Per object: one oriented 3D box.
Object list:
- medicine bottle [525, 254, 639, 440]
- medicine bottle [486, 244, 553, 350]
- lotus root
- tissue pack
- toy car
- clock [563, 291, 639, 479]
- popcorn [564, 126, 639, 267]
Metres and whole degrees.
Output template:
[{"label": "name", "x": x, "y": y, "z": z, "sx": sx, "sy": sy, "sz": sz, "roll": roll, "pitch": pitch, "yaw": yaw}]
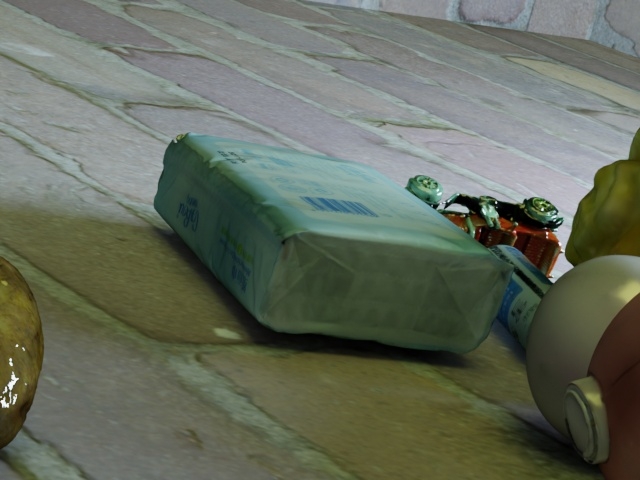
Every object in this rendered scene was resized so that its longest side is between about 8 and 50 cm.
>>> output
[{"label": "medicine bottle", "x": 0.294, "y": 0.091, "z": 1.196, "sx": 0.341, "sy": 0.130, "sz": 0.130, "roll": 9, "pitch": 15, "yaw": -16}, {"label": "medicine bottle", "x": 0.158, "y": 0.053, "z": 1.372, "sx": 0.051, "sy": 0.051, "sz": 0.191, "roll": 10, "pitch": 15, "yaw": -15}, {"label": "lotus root", "x": -0.188, "y": 0.064, "z": 0.920, "sx": 0.108, "sy": 0.094, "sz": 0.190, "roll": -13, "pitch": 29, "yaw": -9}, {"label": "tissue pack", "x": 0.000, "y": 0.000, "z": 1.353, "sx": 0.177, "sy": 0.089, "sz": 0.263, "roll": 9, "pitch": 12, "yaw": -25}, {"label": "toy car", "x": 0.127, "y": -0.005, "z": 1.532, "sx": 0.143, "sy": 0.073, "sz": 0.054, "roll": 11, "pitch": 32, "yaw": -17}, {"label": "clock", "x": 0.250, "y": 0.071, "z": 1.020, "sx": 0.241, "sy": 0.227, "sz": 0.142, "roll": -10, "pitch": 56, "yaw": -7}, {"label": "popcorn", "x": 0.317, "y": 0.012, "z": 1.378, "sx": 0.286, "sy": 0.215, "sz": 0.252, "roll": 11, "pitch": -18, "yaw": -20}]
